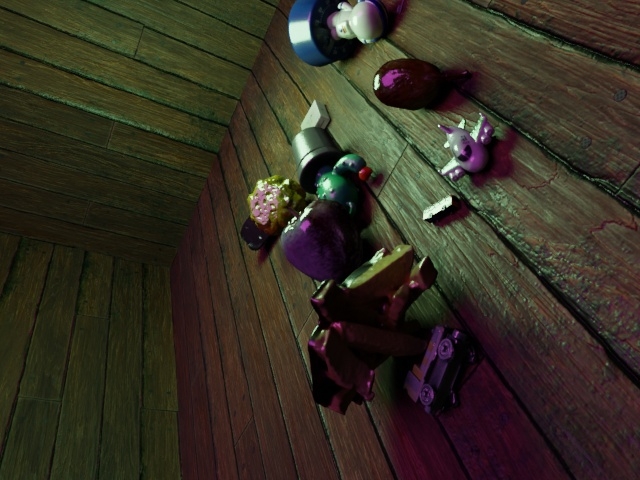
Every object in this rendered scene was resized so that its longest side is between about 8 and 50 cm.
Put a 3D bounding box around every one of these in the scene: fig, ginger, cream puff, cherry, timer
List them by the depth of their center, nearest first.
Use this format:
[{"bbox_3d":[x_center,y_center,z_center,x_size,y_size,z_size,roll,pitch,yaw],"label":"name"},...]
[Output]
[{"bbox_3d":[0.135,0.215,1.215,0.211,0.358,0.413,12,97,29],"label":"ginger"},{"bbox_3d":[0.281,-0.435,1.455,0.274,0.170,0.146,7,101,44],"label":"fig"},{"bbox_3d":[0.000,0.000,1.614,0.296,0.218,0.255,54,132,2],"label":"cherry"},{"bbox_3d":[0.094,-0.784,1.919,0.383,0.270,0.270,15,90,48],"label":"timer"},{"bbox_3d":[-0.168,-0.138,2.066,0.196,0.244,0.244,96,180,-72],"label":"cream puff"}]

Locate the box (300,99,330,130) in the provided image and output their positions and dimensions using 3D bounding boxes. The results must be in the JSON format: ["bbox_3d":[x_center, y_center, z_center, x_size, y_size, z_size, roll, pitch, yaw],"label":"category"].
[{"bbox_3d":[-0.021,-0.477,2.138,0.130,0.051,0.129,-56,32,32],"label":"box"}]

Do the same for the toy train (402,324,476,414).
[{"bbox_3d":[0.260,0.277,1.165,0.200,0.083,0.132,-69,24,8],"label":"toy train"}]

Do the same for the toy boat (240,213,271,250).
[{"bbox_3d":[-0.223,-0.088,2.282,0.299,0.092,0.134,-46,72,31],"label":"toy boat"}]

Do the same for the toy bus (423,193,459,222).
[{"bbox_3d":[0.303,-0.079,1.326,0.110,0.031,0.043,-34,40,53],"label":"toy bus"}]

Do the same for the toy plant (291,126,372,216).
[{"bbox_3d":[0.030,-0.218,1.771,0.279,0.185,0.400,-40,47,20],"label":"toy plant"}]

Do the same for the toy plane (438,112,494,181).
[{"bbox_3d":[0.345,-0.226,1.270,0.174,0.080,0.174,-33,50,51],"label":"toy plane"}]

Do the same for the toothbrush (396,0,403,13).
[{"bbox_3d":[0.287,-0.849,1.783,0.011,0.014,0.167,-161,87,-72],"label":"toothbrush"}]
